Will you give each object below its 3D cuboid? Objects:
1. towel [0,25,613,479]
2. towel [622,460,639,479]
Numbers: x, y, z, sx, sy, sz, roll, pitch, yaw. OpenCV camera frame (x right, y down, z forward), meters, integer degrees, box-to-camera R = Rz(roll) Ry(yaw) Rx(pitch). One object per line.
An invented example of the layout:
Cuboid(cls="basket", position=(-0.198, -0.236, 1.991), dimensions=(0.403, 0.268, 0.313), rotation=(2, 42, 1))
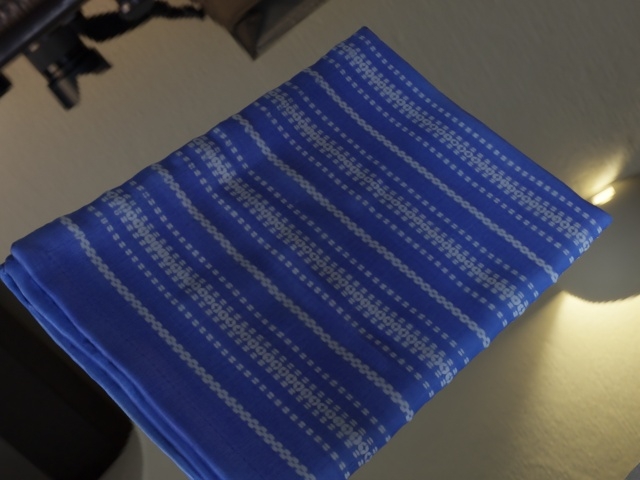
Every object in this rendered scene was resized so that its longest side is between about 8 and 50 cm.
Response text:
Cuboid(cls="towel", position=(0.000, 0.000, 0.591), dimensions=(0.336, 0.243, 0.040), rotation=(-37, 157, -28))
Cuboid(cls="towel", position=(0.192, 0.056, 0.332), dimensions=(0.325, 0.038, 0.248), rotation=(-47, 169, -4))
